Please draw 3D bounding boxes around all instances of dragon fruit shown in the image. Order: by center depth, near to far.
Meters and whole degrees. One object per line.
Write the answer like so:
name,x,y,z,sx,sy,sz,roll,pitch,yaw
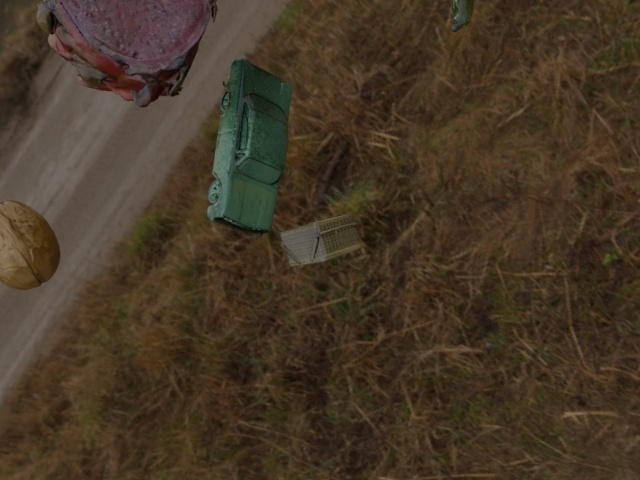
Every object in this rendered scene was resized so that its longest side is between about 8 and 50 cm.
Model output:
dragon fruit,-0.365,-0.383,1.280,0.263,0.296,0.314,-20,45,61

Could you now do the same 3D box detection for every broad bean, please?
broad bean,0.225,-0.481,1.223,0.053,0.052,0.256,-9,86,-3

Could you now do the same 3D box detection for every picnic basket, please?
picnic basket,0.000,0.000,1.537,0.164,0.115,0.079,-11,95,56

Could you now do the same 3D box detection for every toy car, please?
toy car,-0.129,-0.176,1.343,0.097,0.141,0.321,-6,72,44

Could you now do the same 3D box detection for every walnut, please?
walnut,-0.661,0.009,1.552,0.159,0.159,0.207,-38,88,24
